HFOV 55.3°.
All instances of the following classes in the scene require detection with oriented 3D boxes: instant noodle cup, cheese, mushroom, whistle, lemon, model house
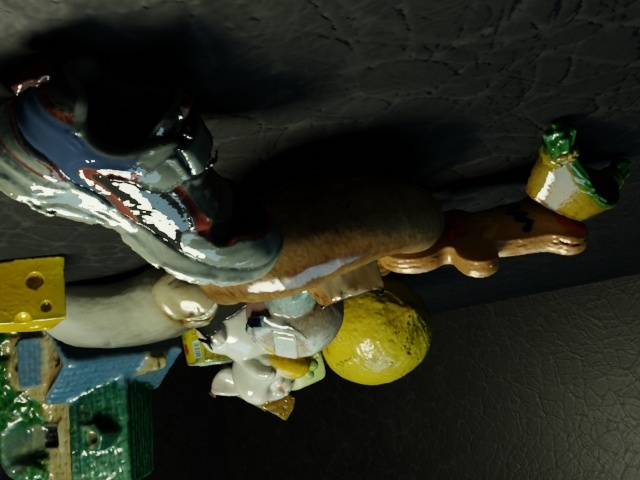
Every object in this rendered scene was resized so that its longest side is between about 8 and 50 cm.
[{"bbox_3d":[-0.293,0.260,1.639,0.182,0.144,0.182,-7,168,-2],"label":"instant noodle cup"},{"bbox_3d":[-0.460,0.079,0.857,0.171,0.093,0.126,2,165,-32],"label":"cheese"},{"bbox_3d":[0.000,0.000,0.669,0.278,0.146,0.278,-20,-178,1],"label":"mushroom"},{"bbox_3d":[-0.299,0.107,1.020,0.397,0.125,0.177,-11,159,30],"label":"mushroom"},{"bbox_3d":[-0.048,0.081,1.069,0.189,0.189,0.347,-8,145,-2],"label":"whistle"},{"bbox_3d":[0.121,0.215,1.462,0.258,0.257,0.310,4,162,-42],"label":"lemon"},{"bbox_3d":[-0.539,0.372,1.431,0.343,0.381,0.335,-12,170,41],"label":"model house"}]

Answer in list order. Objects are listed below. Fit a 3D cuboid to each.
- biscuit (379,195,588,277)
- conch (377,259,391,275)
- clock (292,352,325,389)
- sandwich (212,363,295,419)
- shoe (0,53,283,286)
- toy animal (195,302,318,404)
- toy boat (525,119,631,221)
[{"bbox_3d":[0.194,-0.009,0.761,0.250,0.036,0.165,-11,-156,2],"label":"biscuit"},{"bbox_3d":[0.025,0.009,0.844,0.331,0.093,0.109,-7,167,-4],"label":"conch"},{"bbox_3d":[-0.108,0.252,1.551,0.096,0.234,0.308,-18,178,-26],"label":"clock"},{"bbox_3d":[-0.174,0.385,1.570,0.186,0.065,0.215,32,163,-16],"label":"sandwich"},{"bbox_3d":[-0.107,-0.059,0.424,0.228,0.099,0.125,25,123,-28],"label":"shoe"},{"bbox_3d":[-0.144,0.238,1.308,0.247,0.182,0.310,12,139,36],"label":"toy animal"},{"bbox_3d":[0.296,-0.076,0.699,0.230,0.089,0.088,5,125,-48],"label":"toy boat"}]
